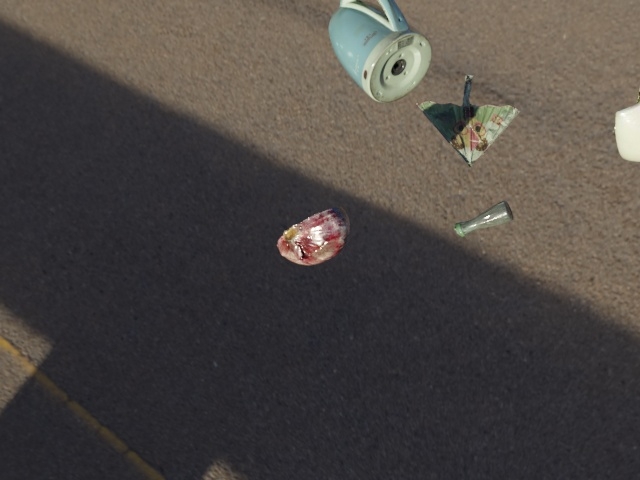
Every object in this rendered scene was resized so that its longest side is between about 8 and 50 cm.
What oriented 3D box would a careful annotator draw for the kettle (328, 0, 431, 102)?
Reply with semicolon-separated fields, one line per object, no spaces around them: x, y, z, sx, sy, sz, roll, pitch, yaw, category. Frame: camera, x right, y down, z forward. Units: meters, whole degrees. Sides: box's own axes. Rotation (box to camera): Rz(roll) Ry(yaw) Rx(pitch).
0.162;-0.660;2.255;0.247;0.319;0.342;-20;53;-27;kettle

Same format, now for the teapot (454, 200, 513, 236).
0.319;-0.040;1.402;0.111;0.043;0.042;-22;57;23;teapot

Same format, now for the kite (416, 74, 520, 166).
0.424;-0.340;2.029;0.323;0.013;0.267;-1;87;-14;kite

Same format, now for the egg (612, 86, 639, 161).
0.814;-0.291;1.687;0.162;0.206;0.271;10;38;37;egg

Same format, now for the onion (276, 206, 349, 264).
0.000;0.000;1.658;0.151;0.206;0.098;-14;77;-38;onion
